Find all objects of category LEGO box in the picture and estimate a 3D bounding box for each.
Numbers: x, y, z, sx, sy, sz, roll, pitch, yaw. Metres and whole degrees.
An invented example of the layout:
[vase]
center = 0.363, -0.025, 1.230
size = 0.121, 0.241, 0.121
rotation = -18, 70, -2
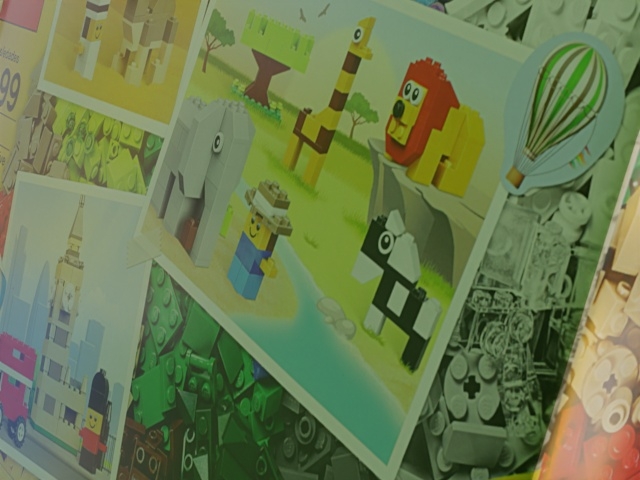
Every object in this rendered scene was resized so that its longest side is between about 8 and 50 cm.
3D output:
[LEGO box]
center = 0.000, 0.000, 0.567
size = 0.500, 0.193, 0.372
rotation = 25, -78, 53
